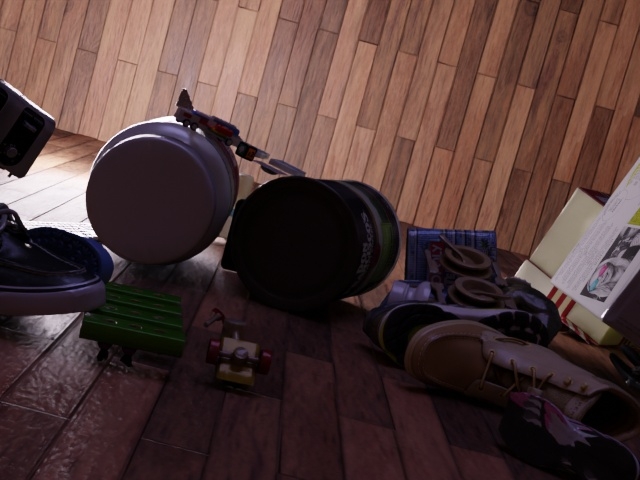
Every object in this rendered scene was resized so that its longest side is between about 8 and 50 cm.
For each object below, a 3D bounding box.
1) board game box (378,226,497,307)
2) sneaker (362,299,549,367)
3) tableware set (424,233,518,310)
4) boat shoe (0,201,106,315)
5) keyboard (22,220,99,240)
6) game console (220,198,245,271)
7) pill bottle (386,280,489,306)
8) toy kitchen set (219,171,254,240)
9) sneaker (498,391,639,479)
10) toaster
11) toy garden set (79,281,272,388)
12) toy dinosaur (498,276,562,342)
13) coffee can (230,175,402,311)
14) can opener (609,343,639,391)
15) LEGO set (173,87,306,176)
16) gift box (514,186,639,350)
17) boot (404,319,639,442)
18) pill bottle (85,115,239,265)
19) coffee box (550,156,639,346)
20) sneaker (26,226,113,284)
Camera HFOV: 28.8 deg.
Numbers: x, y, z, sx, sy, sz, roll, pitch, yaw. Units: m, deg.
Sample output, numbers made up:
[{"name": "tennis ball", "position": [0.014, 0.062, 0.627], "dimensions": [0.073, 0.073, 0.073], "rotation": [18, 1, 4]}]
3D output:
[{"name": "board game box", "position": [0.185, 0.073, 2.004], "dimensions": [0.194, 0.194, 0.060], "rotation": [2, -9, 0]}, {"name": "sneaker", "position": [0.195, 0.131, 1.768], "dimensions": [0.300, 0.111, 0.121], "rotation": [14, 4, -28]}, {"name": "tableware set", "position": [0.230, 0.051, 1.888], "dimensions": [0.128, 0.039, 0.194], "rotation": [10, 25, -8]}, {"name": "boat shoe", "position": [-0.370, 0.008, 1.341], "dimensions": [0.306, 0.105, 0.113], "rotation": [11, 13, 23]}, {"name": "keyboard", "position": [-0.398, -0.014, 1.989], "dimensions": [0.072, 0.014, 0.256], "rotation": [19, 8, 25]}, {"name": "game console", "position": [-0.105, -0.005, 2.103], "dimensions": [0.071, 0.122, 0.107], "rotation": [17, 7, 15]}, {"name": "pill bottle", "position": [0.183, 0.116, 1.887], "dimensions": [0.169, 0.094, 0.094], "rotation": [16, 7, 5]}, {"name": "toy kitchen set", "position": [-0.186, -0.070, 2.449], "dimensions": [0.166, 0.122, 0.207], "rotation": [11, 8, -36]}, {"name": "sneaker", "position": [0.277, 0.230, 1.369], "dimensions": [0.178, 0.072, 0.077], "rotation": [31, 3, 39]}, {"name": "toaster", "position": [-0.503, -0.194, 1.835], "dimensions": [0.185, 0.110, 0.168], "rotation": [35, -4, 45]}, {"name": "toy garden set", "position": [-0.166, 0.108, 1.401], "dimensions": [0.203, 0.049, 0.244], "rotation": [13, 6, -9]}, {"name": "toy dinosaur", "position": [0.342, 0.118, 2.136], "dimensions": [0.160, 0.121, 0.313], "rotation": [-2, 8, -20]}, {"name": "coffee can", "position": [0.000, 0.000, 1.967], "dimensions": [0.201, 0.201, 0.275], "rotation": [17, 7, 16]}, {"name": "can opener", "position": [0.516, 0.214, 2.037], "dimensions": [0.059, 0.073, 0.186], "rotation": [-29, 17, -4]}, {"name": "LEGO set", "position": [-0.118, -0.156, 1.879], "dimensions": [0.182, 0.060, 0.244], "rotation": [27, 6, 9]}, {"name": "gift box", "position": [0.564, 0.078, 2.427], "dimensions": [0.255, 0.258, 0.276], "rotation": [10, 28, -49]}, {"name": "boot", "position": [0.253, 0.181, 1.550], "dimensions": [0.262, 0.095, 0.203], "rotation": [16, 7, -29]}, {"name": "pill bottle", "position": [-0.248, -0.081, 1.988], "dimensions": [0.224, 0.224, 0.392], "rotation": [15, 7, -2]}, {"name": "coffee box", "position": [0.649, 0.053, 2.080], "dimensions": [0.337, 0.338, 0.334], "rotation": [34, 5, -9]}, {"name": "sneaker", "position": [-0.316, 0.025, 1.448], "dimensions": [0.232, 0.081, 0.090], "rotation": [4, -1, 33]}]
